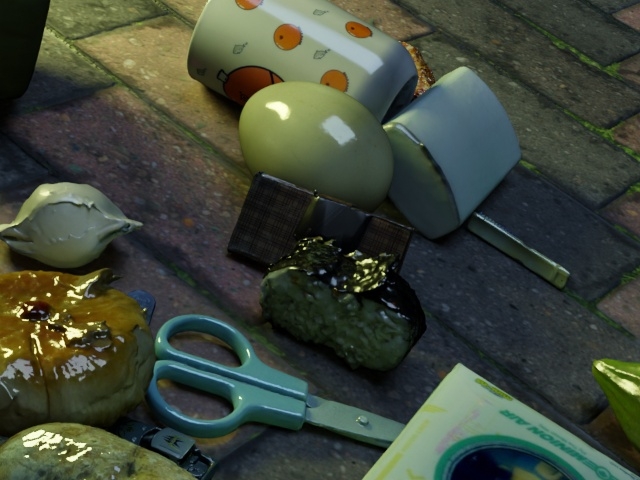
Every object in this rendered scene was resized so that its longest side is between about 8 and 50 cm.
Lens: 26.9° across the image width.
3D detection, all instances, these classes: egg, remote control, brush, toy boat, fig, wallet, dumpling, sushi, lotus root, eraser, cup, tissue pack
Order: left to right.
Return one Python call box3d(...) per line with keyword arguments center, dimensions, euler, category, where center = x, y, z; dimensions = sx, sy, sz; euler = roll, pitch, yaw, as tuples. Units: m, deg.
box3d(center=(-0.319, -0.025, 1.685), dimensions=(0.188, 0.108, 0.127), euler=(-5, 16, -8), category="dumpling")
box3d(center=(-0.204, 0.276, 1.269), dimensions=(0.349, 0.175, 0.175), euler=(26, 34, 19), category="lotus root")
box3d(center=(-0.229, 0.115, 1.599), dimensions=(0.043, 0.027, 0.152), euler=(23, 36, -8), category="remote control")
box3d(center=(-0.181, 0.228, 1.445), dimensions=(0.141, 0.060, 0.055), euler=(26, 36, 12), category="toy boat")
box3d(center=(-0.018, -0.273, 2.076), dimensions=(0.317, 0.212, 0.212), euler=(30, 35, 11), category="cup")
box3d(center=(-0.010, -0.128, 1.900), dimensions=(0.253, 0.189, 0.188), euler=(38, 38, 22), category="egg")
box3d(center=(0.000, 0.000, 1.790), dimensions=(0.230, 0.124, 0.042), euler=(20, 1, 9), category="wallet")
box3d(center=(0.033, 0.068, 1.697), dimensions=(0.212, 0.147, 0.115), euler=(21, 38, 13), category="sushi")
box3d(center=(0.198, -0.141, 2.065), dimensions=(0.189, 0.104, 0.290), euler=(55, 37, -5), category="eraser")
box3d(center=(0.160, 0.331, 1.390), dimensions=(0.287, 0.162, 0.388), euler=(31, 37, 14), category="tissue pack")
box3d(center=(0.300, 0.014, 2.014), dimensions=(0.178, 0.033, 0.030), euler=(34, 22, 18), category="brush")
box3d(center=(0.465, 0.232, 1.702), dimensions=(0.233, 0.167, 0.167), euler=(1, 33, 11), category="fig")

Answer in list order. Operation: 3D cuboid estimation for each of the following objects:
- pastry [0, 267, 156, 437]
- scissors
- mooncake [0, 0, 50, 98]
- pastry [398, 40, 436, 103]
box3d(center=(-0.300, 0.115, 1.446), dimensions=(0.235, 0.121, 0.257), euler=(10, 26, 5), category="pastry")
box3d(center=(0.010, 0.208, 1.597), dimensions=(0.447, 0.029, 0.193), euler=(19, 35, -8), category="scissors")
box3d(center=(-0.473, -0.376, 1.848), dimensions=(0.194, 0.356, 0.356), euler=(11, 36, -17), category="mooncake")
box3d(center=(0.154, -0.277, 2.311), dimensions=(0.087, 0.063, 0.169), euler=(-1, 44, -15), category="pastry")
